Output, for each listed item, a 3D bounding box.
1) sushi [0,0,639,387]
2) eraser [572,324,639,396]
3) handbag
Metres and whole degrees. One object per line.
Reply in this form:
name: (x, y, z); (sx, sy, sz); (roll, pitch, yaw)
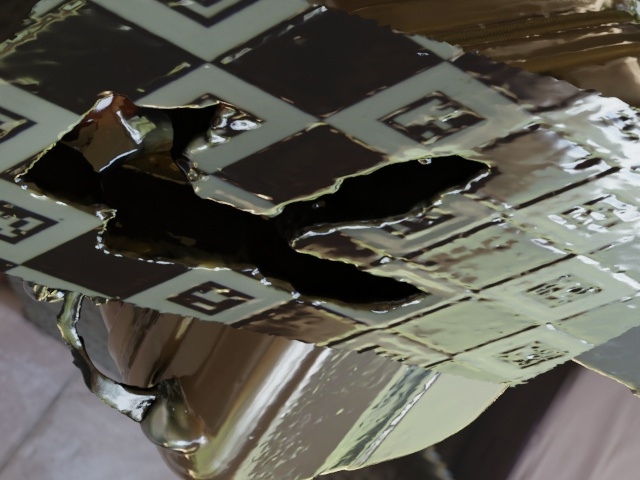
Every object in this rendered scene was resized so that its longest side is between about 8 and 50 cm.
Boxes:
sushi: (0.012, -0.023, 0.488); (0.280, 0.043, 0.192); (13, 150, -31)
eraser: (0.256, 0.073, 0.725); (0.352, 0.089, 0.061); (24, 59, -28)
handbag: (0.000, 0.000, 0.725); (0.283, 0.149, 0.302); (-8, 152, -32)
